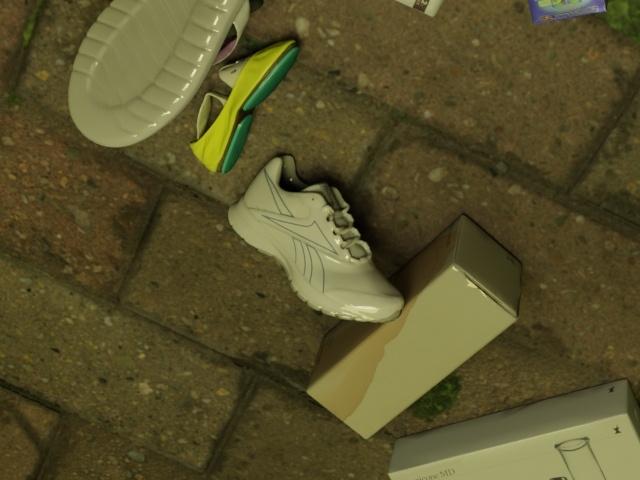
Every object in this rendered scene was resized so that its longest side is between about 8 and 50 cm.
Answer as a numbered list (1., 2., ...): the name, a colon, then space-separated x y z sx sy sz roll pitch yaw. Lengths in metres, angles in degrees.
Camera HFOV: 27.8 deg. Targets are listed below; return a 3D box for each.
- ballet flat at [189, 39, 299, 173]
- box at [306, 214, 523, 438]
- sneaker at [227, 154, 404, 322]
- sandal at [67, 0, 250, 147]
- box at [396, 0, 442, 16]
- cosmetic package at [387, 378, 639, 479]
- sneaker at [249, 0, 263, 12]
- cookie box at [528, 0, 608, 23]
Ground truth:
1. ballet flat: -0.111 -0.189 1.718 0.077 0.077 0.231 38 125 8
2. box: 0.132 0.123 1.807 0.121 0.148 0.311 39 119 -12
3. sneaker: 0.000 0.000 1.730 0.297 0.111 0.129 40 116 23
4. sandal: -0.156 -0.278 1.585 0.169 0.102 0.416 47 111 21
5. box: 0.096 -0.391 1.516 0.182 0.119 0.181 24 122 -2
6. cosmetic package: 0.332 0.387 1.953 0.377 0.097 0.284 -19 112 22
7. sneaker: -0.163 -0.329 1.652 0.170 0.051 0.089 -2 124 17
8. cookie box: 0.293 -0.324 1.559 0.092 0.040 0.107 -8 119 17
